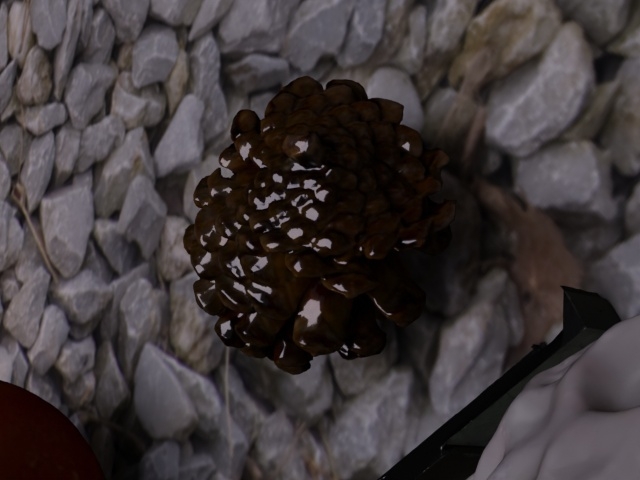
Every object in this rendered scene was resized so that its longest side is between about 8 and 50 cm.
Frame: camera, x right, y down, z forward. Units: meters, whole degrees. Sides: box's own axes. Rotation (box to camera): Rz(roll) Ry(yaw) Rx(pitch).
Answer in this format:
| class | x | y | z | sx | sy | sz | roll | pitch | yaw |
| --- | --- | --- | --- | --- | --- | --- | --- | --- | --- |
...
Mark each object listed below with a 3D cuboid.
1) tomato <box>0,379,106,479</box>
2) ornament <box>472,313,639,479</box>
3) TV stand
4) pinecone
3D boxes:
| class | x | y | z | sx | sy | sz | roll | pitch | yaw |
| --- | --- | --- | --- | --- | --- | --- | --- | --- | --- |
| tomato | -0.304 | 0.278 | 0.942 | 0.293 | 0.290 | 0.325 | -37 | 55 | 33 |
| ornament | 0.198 | 0.164 | 0.415 | 0.337 | 0.337 | 0.336 | -12 | 73 | 45 |
| TV stand | 0.082 | 0.121 | 0.744 | 0.256 | 0.049 | 0.040 | -46 | 51 | 30 |
| pinecone | -0.002 | -0.001 | 0.783 | 0.195 | 0.150 | 0.179 | -48 | 51 | 29 |
